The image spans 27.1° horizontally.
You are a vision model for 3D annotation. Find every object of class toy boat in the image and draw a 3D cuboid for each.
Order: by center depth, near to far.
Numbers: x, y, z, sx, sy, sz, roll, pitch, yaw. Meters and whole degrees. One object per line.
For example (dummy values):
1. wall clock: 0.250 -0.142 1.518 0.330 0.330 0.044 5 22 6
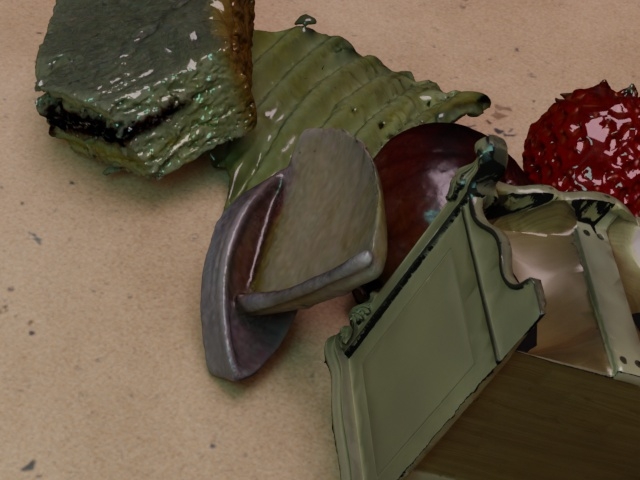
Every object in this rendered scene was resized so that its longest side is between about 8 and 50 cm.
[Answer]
1. toy boat: -0.016 -0.004 1.405 0.111 0.293 0.276 31 43 -28

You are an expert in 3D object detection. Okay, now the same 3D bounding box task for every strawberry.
1. strawberry: 0.334 -0.059 1.621 0.205 0.205 0.244 16 66 6

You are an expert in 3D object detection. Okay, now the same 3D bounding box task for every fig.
1. fig: 0.144 -0.017 1.499 0.235 0.214 0.235 11 66 -26

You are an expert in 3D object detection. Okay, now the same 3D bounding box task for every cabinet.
1. cabinet: 0.206 0.112 1.245 0.290 0.318 0.227 16 41 -21

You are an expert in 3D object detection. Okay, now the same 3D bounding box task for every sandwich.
1. sandwich: -0.214 -0.218 1.634 0.262 0.131 0.325 -10 45 8

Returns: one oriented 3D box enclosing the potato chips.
1. potato chips: -0.005 -0.163 1.698 0.389 0.097 0.373 -28 46 -30
